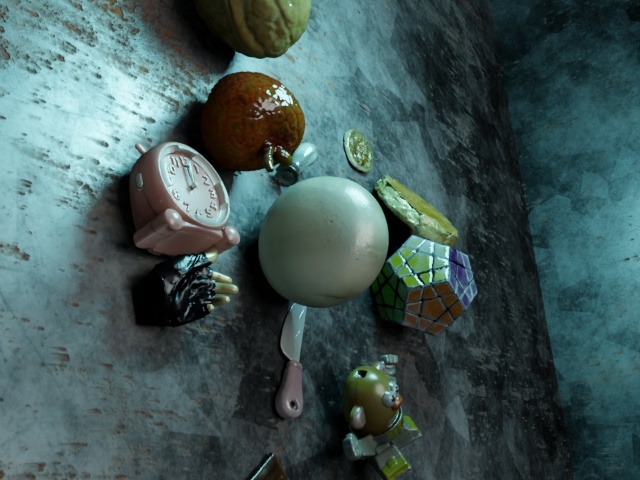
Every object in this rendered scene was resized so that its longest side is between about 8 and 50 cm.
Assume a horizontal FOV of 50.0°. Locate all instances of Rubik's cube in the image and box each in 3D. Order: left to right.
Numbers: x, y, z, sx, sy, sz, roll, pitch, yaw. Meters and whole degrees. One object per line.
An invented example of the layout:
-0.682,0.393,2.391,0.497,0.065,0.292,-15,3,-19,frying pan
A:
0.310,0.138,2.070,0.264,0.319,0.319,45,35,6,Rubik's cube

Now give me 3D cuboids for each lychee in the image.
-0.156,-0.273,1.604,0.255,0.255,0.300,16,23,-51,lychee

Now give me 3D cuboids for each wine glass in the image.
-0.064,-0.210,1.870,0.072,0.072,0.155,59,36,-19,wine glass

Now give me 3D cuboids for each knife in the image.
-0.072,0.273,1.679,0.081,0.043,0.336,34,42,-34,knife

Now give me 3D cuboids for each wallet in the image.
-0.131,0.544,1.465,0.095,0.026,0.176,60,34,-7,wallet

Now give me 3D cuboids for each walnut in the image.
-0.170,-0.602,1.701,0.277,0.252,0.313,40,-6,28,walnut

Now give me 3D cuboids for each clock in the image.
-0.302,-0.090,1.426,0.227,0.142,0.241,16,52,-55,clock

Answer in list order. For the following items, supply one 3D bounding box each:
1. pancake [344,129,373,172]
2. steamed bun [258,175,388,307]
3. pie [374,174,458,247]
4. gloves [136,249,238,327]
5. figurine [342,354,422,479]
0.125,-0.289,2.215,0.151,0.025,0.152,31,50,-45,pancake
0.000,0.000,1.633,0.206,0.324,0.325,28,53,-60,steamed bun
0.312,-0.090,2.222,0.339,0.083,0.339,38,13,-11,pie
-0.261,0.097,1.395,0.203,0.124,0.165,3,103,-58,gloves
0.145,0.449,1.771,0.343,0.167,0.285,-84,153,-65,figurine
